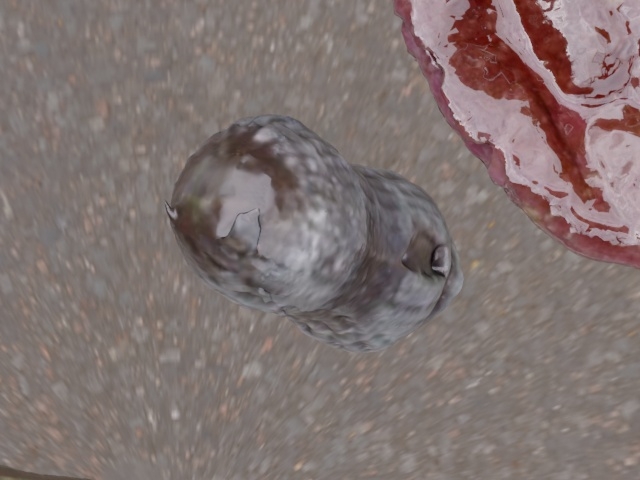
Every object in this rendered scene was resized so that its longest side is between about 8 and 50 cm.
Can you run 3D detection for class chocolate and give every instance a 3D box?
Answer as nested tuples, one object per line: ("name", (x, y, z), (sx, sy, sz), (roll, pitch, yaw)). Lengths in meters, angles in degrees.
("chocolate", (0.000, 0.000, 1.007), (0.110, 0.248, 0.110), (-7, 73, 23))

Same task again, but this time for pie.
("pie", (0.089, -0.067, 0.418), (0.153, 0.038, 0.153), (0, 83, 1))

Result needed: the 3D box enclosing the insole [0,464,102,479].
("insole", (-0.058, 0.068, 0.408), (0.253, 0.086, 0.005), (22, 107, -33))
